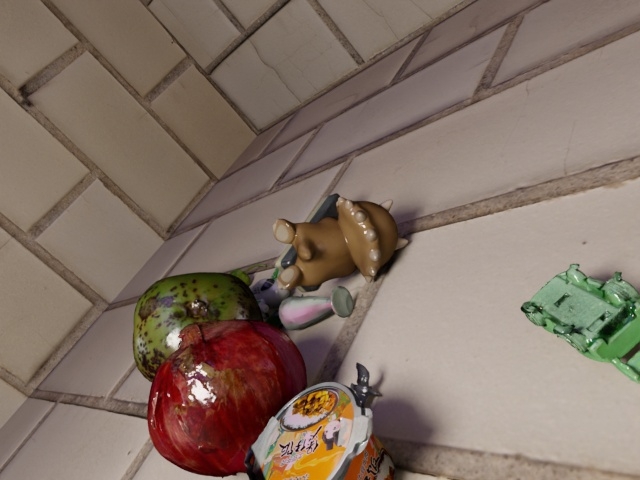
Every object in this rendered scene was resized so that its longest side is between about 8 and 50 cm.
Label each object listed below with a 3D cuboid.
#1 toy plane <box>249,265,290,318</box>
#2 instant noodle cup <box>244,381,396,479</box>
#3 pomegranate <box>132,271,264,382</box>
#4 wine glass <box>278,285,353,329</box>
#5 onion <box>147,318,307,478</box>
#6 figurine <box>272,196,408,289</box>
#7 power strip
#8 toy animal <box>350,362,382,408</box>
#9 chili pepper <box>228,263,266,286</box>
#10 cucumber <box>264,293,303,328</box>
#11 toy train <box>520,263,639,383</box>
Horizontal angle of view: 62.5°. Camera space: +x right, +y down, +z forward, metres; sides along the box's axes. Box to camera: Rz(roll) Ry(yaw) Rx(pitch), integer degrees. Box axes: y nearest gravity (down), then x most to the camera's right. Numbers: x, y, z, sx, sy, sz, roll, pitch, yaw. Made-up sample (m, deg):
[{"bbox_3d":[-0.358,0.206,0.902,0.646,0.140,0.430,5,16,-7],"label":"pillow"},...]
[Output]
[{"bbox_3d":[-0.142,0.131,1.314,0.174,0.080,0.174,-33,24,17],"label":"toy plane"},{"bbox_3d":[0.014,0.290,0.670,0.208,0.125,0.177,-18,31,48],"label":"instant noodle cup"},{"bbox_3d":[-0.263,0.228,1.147,0.284,0.285,0.340,-60,-6,-38],"label":"pomegranate"},{"bbox_3d":[-0.011,0.137,1.080,0.155,0.073,0.073,-22,29,44],"label":"wine glass"},{"bbox_3d":[-0.151,0.247,0.867,0.276,0.276,0.276,-36,22,17],"label":"onion"},{"bbox_3d":[0.050,0.001,1.058,0.173,0.247,0.177,-23,69,56],"label":"figurine"},{"bbox_3d":[0.000,0.000,1.278,0.070,0.105,0.256,-13,34,51],"label":"power strip"},{"bbox_3d":[0.070,0.233,0.814,0.028,0.050,0.084,56,-140,-82],"label":"toy animal"},{"bbox_3d":[-0.248,0.133,1.516,0.072,0.073,0.204,-37,16,54],"label":"chili pepper"},{"bbox_3d":[-0.094,0.177,1.199,0.155,0.037,0.037,-44,21,-2],"label":"cucumber"},{"bbox_3d":[0.313,0.090,0.610,0.099,0.081,0.149,-44,16,-2],"label":"toy train"}]
